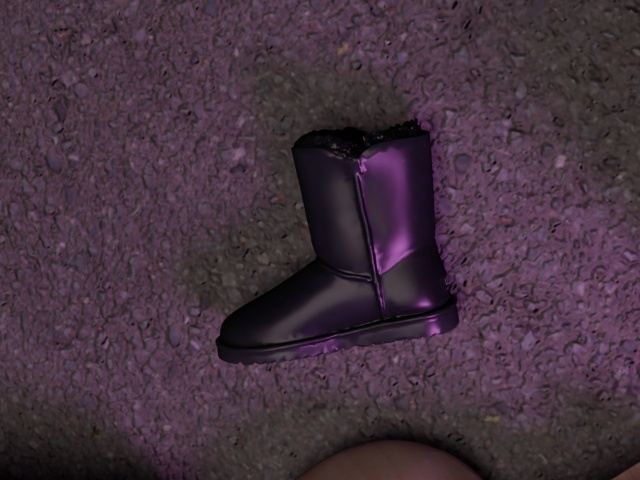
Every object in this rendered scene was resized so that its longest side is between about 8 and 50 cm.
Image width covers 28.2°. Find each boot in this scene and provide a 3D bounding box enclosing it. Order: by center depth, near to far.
[{"bbox_3d":[0.000,0.000,1.209,0.247,0.094,0.207,-10,101,14],"label":"boot"}]

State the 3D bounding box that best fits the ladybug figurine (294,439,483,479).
[{"bbox_3d":[0.033,0.415,1.246,0.305,0.162,0.449,21,107,14],"label":"ladybug figurine"}]

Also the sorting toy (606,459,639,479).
[{"bbox_3d":[0.302,0.332,1.096,0.255,0.089,0.257,-30,79,-6],"label":"sorting toy"}]
